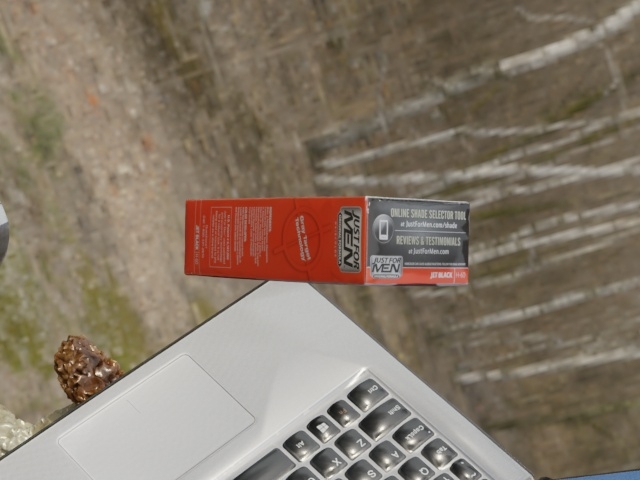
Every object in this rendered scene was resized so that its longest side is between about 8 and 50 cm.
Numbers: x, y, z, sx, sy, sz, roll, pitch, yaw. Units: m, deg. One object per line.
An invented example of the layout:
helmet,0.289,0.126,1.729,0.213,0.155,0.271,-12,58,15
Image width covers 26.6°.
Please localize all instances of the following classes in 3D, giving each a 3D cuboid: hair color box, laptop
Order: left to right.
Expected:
laptop,-0.011,0.158,0.784,0.408,0.382,0.236,40,-35,26
hair color box,0.000,0.000,0.683,0.072,0.141,0.043,2,89,-40

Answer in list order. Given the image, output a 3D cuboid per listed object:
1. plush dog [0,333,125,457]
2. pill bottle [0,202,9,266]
plush dog,-0.237,0.214,1.185,0.210,0.225,0.262,48,-24,51
pill bottle,-0.379,0.009,1.249,0.246,0.130,0.130,-80,152,-82
